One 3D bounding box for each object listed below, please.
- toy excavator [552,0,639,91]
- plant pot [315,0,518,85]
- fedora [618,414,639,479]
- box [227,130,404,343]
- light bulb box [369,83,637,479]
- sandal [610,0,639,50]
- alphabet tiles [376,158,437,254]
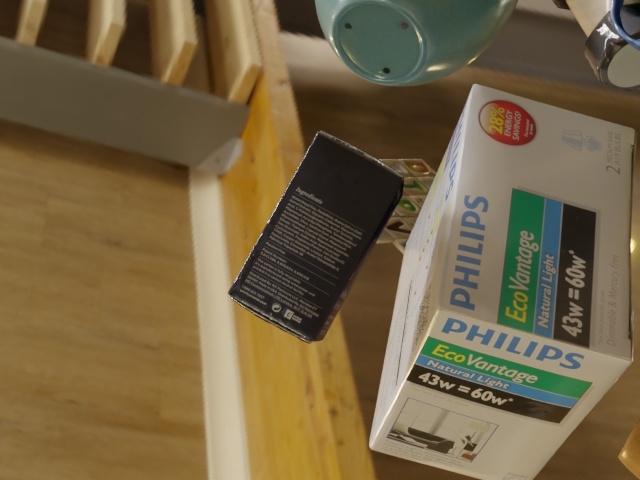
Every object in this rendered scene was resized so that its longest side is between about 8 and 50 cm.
[{"bbox_3d":[0.585,-0.372,1.420,0.433,0.445,0.222,16,-138,-32],"label":"toy excavator"},{"bbox_3d":[0.110,-0.322,1.494,0.290,0.290,0.195,26,-131,1],"label":"plant pot"},{"bbox_3d":[0.386,0.217,1.211,0.079,0.194,0.194,34,-147,26],"label":"fedora"},{"bbox_3d":[0.000,0.000,1.220,0.108,0.207,0.153,29,179,5],"label":"box"},{"bbox_3d":[0.229,0.066,1.401,0.225,0.361,0.358,15,-126,-2],"label":"light bulb box"},{"bbox_3d":[0.358,-0.272,0.991,0.138,0.317,0.126,-24,-119,-19],"label":"sandal"},{"bbox_3d":[0.161,-0.055,1.811,0.342,0.011,0.285,-3,-143,-36],"label":"alphabet tiles"}]
